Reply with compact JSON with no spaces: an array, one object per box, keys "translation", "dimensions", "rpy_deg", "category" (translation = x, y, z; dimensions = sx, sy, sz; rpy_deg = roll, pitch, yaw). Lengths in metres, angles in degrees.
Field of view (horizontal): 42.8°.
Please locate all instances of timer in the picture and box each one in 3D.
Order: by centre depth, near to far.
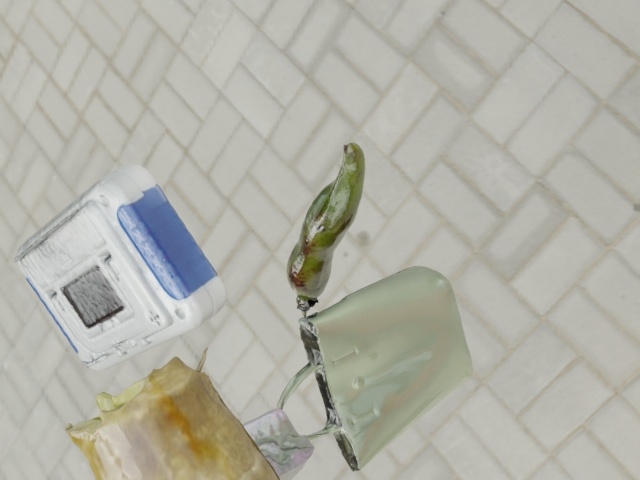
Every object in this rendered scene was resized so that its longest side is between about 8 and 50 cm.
[{"translation":[-0.225,0.041,0.872],"dimensions":[0.253,0.078,0.178],"rpy_deg":[-28,97,44],"category":"timer"}]

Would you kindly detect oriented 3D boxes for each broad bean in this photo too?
[{"translation":[0.000,0.000,1.153],"dimensions":[0.061,0.077,0.339],"rpy_deg":[51,142,25],"category":"broad bean"}]

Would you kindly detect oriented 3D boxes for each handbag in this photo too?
[{"translation":[0.074,0.184,1.148],"dimensions":[0.109,0.315,0.241],"rpy_deg":[1,113,51],"category":"handbag"}]

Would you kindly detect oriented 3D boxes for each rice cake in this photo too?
[{"translation":[-0.070,0.231,0.757],"dimensions":[0.056,0.072,0.365],"rpy_deg":[50,156,16],"category":"rice cake"}]

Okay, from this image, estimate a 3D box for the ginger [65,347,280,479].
[{"translation":[-0.051,0.263,0.407],"dimensions":[0.236,0.166,0.376],"rpy_deg":[25,121,42],"category":"ginger"}]
